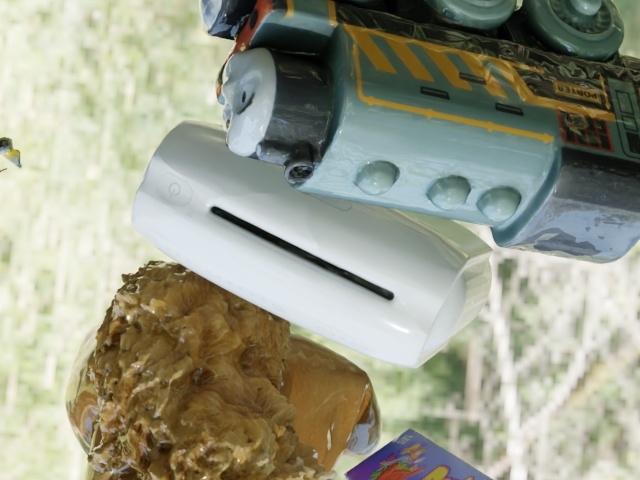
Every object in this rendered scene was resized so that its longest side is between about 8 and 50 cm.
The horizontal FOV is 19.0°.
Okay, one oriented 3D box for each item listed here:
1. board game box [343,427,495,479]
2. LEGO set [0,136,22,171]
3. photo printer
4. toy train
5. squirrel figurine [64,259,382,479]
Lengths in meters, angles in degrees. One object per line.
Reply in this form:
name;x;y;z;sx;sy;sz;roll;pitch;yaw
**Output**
board game box;0.163;0.308;1.572;0.078;0.233;0.347;-34;-161;-12
LEGO set;-0.338;-0.075;1.205;0.255;0.192;0.331;-6;-171;-17
photo printer;0.000;0.000;1.448;0.256;0.107;0.307;26;-174;7
toy train;0.082;-0.096;1.254;0.334;0.190;0.142;11;139;-23
squirrel figurine;-0.117;0.234;1.562;0.281;0.370;0.397;12;153;5
